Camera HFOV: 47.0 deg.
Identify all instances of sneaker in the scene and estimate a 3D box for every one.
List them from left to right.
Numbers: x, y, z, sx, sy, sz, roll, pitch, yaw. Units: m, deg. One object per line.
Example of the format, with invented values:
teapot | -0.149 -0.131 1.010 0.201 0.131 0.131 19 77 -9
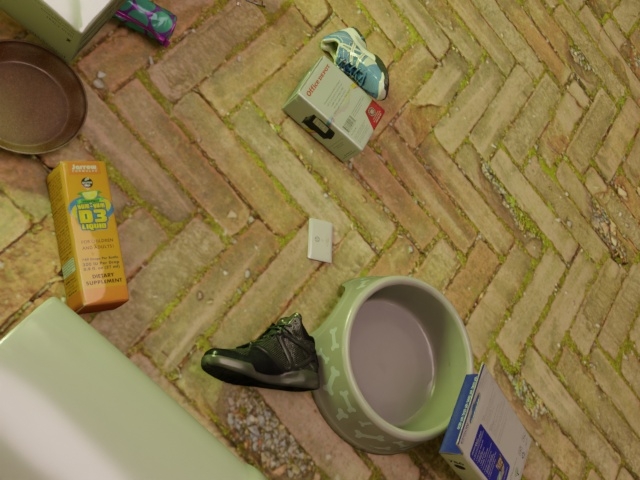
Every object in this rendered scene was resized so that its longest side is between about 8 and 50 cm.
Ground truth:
sneaker | -0.100 0.184 1.257 0.228 0.087 0.130 13 66 -32
sneaker | 0.073 -0.362 1.536 0.081 0.080 0.211 -16 53 -24

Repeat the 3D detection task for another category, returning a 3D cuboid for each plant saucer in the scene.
plant saucer | -0.477 -0.225 1.179 0.199 0.036 0.198 10 70 -29

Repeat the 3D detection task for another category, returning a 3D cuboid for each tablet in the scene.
tablet | 0.000 0.000 1.429 0.054 0.006 0.083 13 67 -29

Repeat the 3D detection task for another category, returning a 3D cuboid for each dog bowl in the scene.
dog bowl | 0.145 0.224 1.389 0.349 0.102 0.348 11 69 -30

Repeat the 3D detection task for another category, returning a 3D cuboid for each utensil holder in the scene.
utensil holder | -0.310 0.308 0.939 0.385 0.328 0.327 46 56 -8

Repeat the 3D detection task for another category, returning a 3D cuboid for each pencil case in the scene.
pencil case | -0.334 -0.407 1.314 0.152 0.064 0.070 23 47 -24

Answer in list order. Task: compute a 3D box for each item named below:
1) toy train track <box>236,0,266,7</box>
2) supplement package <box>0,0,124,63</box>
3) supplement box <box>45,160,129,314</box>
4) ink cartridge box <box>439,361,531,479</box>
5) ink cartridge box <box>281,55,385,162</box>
toy train track | -0.146 -0.495 1.495 0.083 0.014 0.048 13 68 -30
supplement package | -0.430 -0.454 1.152 0.262 0.145 0.204 39 70 -16
supplement box | -0.366 -0.006 1.152 0.078 0.080 0.233 -6 76 -36
ink cartridge box | 0.306 0.370 1.379 0.332 0.065 0.165 55 51 -42
ink cartridge box | 0.027 -0.266 1.494 0.175 0.072 0.127 40 57 -16
